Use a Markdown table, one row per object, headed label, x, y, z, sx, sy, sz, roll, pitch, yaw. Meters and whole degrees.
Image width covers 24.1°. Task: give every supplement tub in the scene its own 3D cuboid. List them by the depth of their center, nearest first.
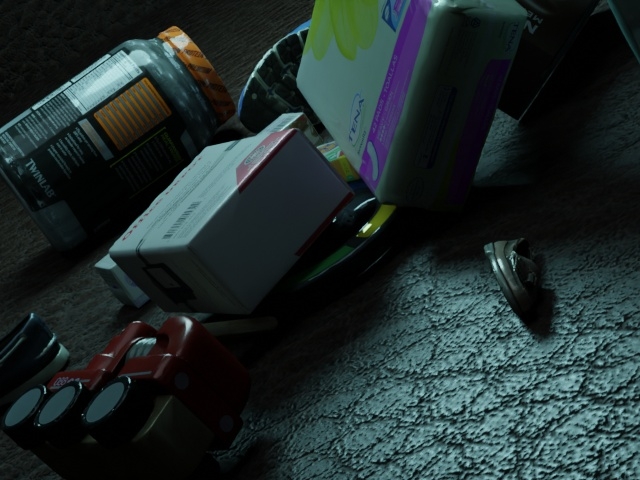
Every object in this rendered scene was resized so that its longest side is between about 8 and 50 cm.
| label | x | y | z | sx | sy | sz | roll | pitch | yaw |
| --- | --- | --- | --- | --- | --- | --- | --- | --- | --- |
| supplement tub | -0.306 | -0.155 | 2.212 | 0.338 | 0.207 | 0.207 | -36 | 18 | -9 |

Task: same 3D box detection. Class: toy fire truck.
| label | x | y | z | sx | sy | sz | roll | pitch | yaw |
| --- | --- | --- | --- | --- | --- | --- | --- | --- | --- |
| toy fire truck | -0.129 | 0.123 | 1.361 | 0.217 | 0.158 | 0.246 | -11 | 39 | 50 |

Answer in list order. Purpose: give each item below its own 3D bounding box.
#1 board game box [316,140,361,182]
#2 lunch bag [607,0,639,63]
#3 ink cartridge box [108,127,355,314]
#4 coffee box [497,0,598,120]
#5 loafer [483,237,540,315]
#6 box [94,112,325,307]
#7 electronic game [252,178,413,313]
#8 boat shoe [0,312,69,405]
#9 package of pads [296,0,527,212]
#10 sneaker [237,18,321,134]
| label | x | y | z | sx | sy | sz | roll | pitch | yaw |
| --- | --- | --- | --- | --- | --- | --- | --- | --- | --- |
| board game box | 0.014 | -0.089 | 1.728 | 0.124 | 0.039 | 0.259 | -28 | 7 | -31 |
| lunch bag | 0.369 | -0.250 | 1.288 | 0.262 | 0.223 | 0.160 | -24 | 21 | 20 |
| ink cartridge box | -0.098 | -0.016 | 1.557 | 0.172 | 0.100 | 0.237 | -48 | 18 | -20 |
| coffee box | 0.222 | -0.262 | 1.659 | 0.246 | 0.141 | 0.098 | -54 | -7 | -44 |
| loafer | 0.163 | 0.024 | 1.241 | 0.039 | 0.045 | 0.125 | -25 | 17 | 5 |
| box | -0.132 | -0.042 | 1.862 | 0.324 | 0.063 | 0.067 | -41 | 18 | -20 |
| electronic game | 0.000 | 0.000 | 1.562 | 0.229 | 0.048 | 0.229 | -30 | 19 | 12 |
| boat shoe | -0.421 | 0.178 | 1.770 | 0.254 | 0.079 | 0.095 | -32 | 18 | 6 |
| package of pads | 0.082 | -0.186 | 1.519 | 0.101 | 0.229 | 0.296 | 3 | 31 | -24 |
| sneaker | -0.007 | -0.239 | 2.101 | 0.330 | 0.130 | 0.147 | -44 | 6 | -37 |
